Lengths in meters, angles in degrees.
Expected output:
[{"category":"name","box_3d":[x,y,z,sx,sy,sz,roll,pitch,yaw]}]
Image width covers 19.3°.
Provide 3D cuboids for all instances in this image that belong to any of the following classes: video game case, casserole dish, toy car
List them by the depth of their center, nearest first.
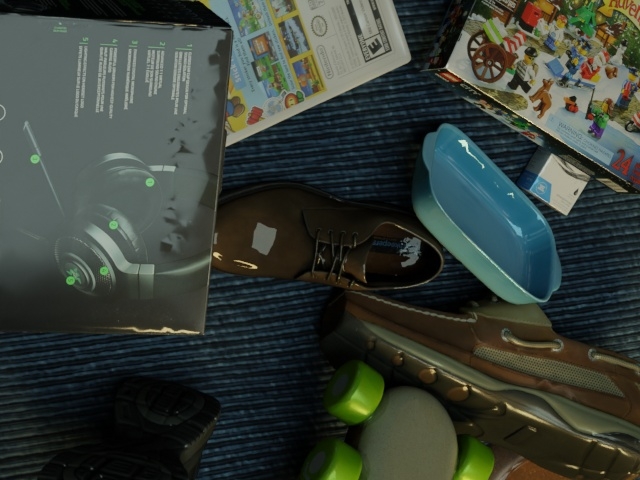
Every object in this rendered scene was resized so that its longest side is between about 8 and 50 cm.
[{"category":"video game case","box_3d":[-0.051,-0.209,1.526,0.206,0.026,0.227,-26,113,-14]},{"category":"toy car","box_3d":[0.024,0.212,1.602,0.155,0.188,0.149,35,51,-23]},{"category":"casserole dish","box_3d":[0.137,-0.018,1.615,0.037,0.114,0.188,-29,122,32]}]

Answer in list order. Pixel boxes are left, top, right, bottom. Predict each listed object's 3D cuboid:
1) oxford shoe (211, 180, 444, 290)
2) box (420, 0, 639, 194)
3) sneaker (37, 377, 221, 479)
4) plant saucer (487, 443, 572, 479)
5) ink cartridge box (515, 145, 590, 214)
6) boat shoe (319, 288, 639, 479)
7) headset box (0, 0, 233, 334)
[{"category":"oxford shoe","box_3d":[0.000,0.000,1.564,0.227,0.096,0.083,1,105,-20]},{"category":"box","box_3d":[0.214,-0.161,1.613,0.233,0.044,0.159,29,79,-25]},{"category":"sneaker","box_3d":[-0.151,0.213,1.476,0.109,0.286,0.130,17,110,11]},{"category":"plant saucer","box_3d":[0.205,0.252,1.748,0.168,0.029,0.168,-6,107,-21]},{"category":"ink cartridge box","box_3d":[0.217,-0.071,1.666,0.048,0.028,0.083,31,91,-26]},{"category":"boat shoe","box_3d":[0.154,0.109,1.654,0.324,0.122,0.120,24,62,-17]},{"category":"headset box","box_3d":[-0.206,-0.063,1.430,0.283,0.131,0.246,1,106,-16]}]
